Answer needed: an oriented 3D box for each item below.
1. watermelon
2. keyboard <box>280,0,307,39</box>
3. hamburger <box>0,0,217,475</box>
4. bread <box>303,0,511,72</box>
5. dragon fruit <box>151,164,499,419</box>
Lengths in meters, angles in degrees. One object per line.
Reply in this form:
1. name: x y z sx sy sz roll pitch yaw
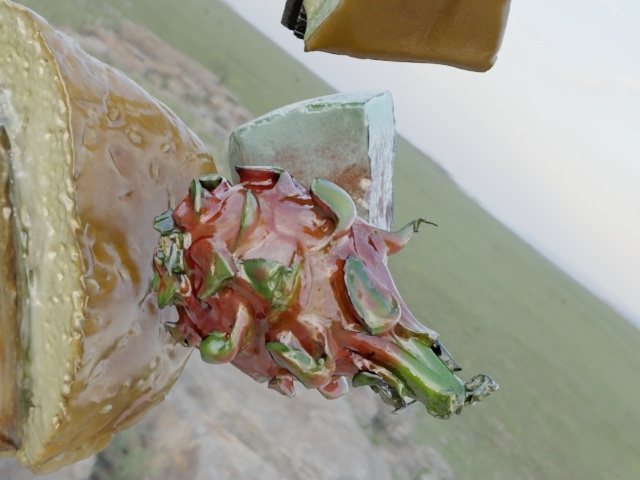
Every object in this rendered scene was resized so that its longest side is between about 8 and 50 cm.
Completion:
1. watermelon: 0.000 0.000 1.003 0.094 0.154 0.241 -10 89 -71
2. keyboard: 0.027 -0.208 0.888 0.094 0.025 0.230 19 -25 -2
3. hamburger: -0.166 -0.009 0.892 0.162 0.330 0.209 -4 4 35
4. bread: 0.043 -0.149 0.503 0.084 0.139 0.074 6 34 -5
5. dragon fruit: 0.004 0.034 0.749 0.236 0.137 0.135 16 2 13
